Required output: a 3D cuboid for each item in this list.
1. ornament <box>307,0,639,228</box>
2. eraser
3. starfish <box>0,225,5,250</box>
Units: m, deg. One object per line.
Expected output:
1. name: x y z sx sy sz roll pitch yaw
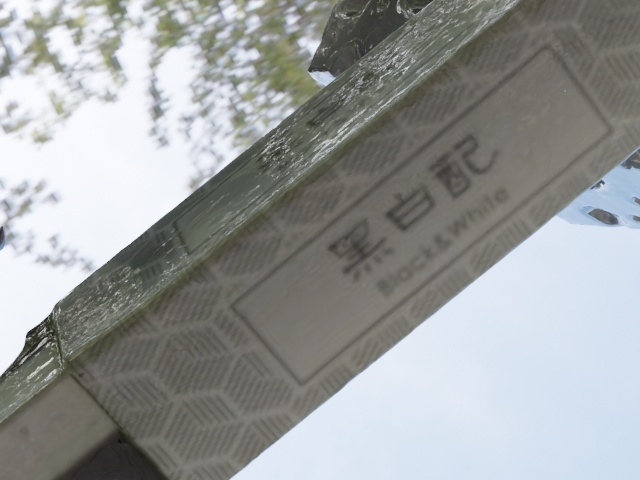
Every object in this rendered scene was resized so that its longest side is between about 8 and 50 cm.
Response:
1. ornament: 0.183 -0.158 1.066 0.240 0.239 0.239 27 -101 -29
2. eraser: 0.000 0.000 0.805 0.404 0.098 0.096 -38 -70 1
3. starfish: -0.288 -0.248 1.351 0.132 0.384 0.398 12 -114 17
